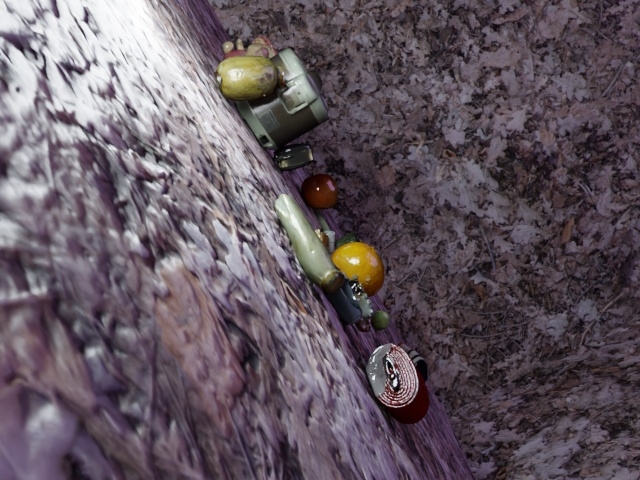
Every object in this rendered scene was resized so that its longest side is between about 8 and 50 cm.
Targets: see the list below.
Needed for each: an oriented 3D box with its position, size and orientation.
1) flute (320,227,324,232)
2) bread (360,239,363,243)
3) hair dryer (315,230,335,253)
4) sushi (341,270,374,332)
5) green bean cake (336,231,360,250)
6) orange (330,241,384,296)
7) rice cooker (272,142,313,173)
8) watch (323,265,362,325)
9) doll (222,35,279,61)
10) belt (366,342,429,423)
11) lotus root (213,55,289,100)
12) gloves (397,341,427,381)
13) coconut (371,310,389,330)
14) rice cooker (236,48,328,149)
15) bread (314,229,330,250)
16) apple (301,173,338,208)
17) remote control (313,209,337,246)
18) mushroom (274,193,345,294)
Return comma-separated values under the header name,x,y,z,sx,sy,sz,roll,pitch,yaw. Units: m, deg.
name,x,y,z,sx,sy,sz,roll,pitch,yaw
flute,0.015,-0.014,2.247,0.014,0.014,0.269,59,6,-18
bread,0.195,0.089,2.636,0.152,0.147,0.127,57,8,-7
hair dryer,0.011,-0.005,1.965,0.137,0.047,0.081,34,-54,58
sushi,0.109,0.187,1.624,0.097,0.103,0.226,23,33,-54
green bean cake,0.167,0.103,2.402,0.255,0.132,0.241,-82,147,-73
orange,0.135,0.108,1.836,0.219,0.193,0.219,42,19,-18
rice cooker,-0.110,-0.342,2.050,0.112,0.166,0.106,-125,-167,-69
watch,0.057,0.153,1.488,0.192,0.068,0.206,61,7,5
doll,-0.285,-0.764,2.132,0.152,0.256,0.196,25,-55,56
belt,0.202,0.373,1.332,0.124,0.128,0.200,57,7,-39
lotus root,-0.220,-0.548,1.678,0.154,0.278,0.153,30,-54,55
gloves,0.368,0.534,2.154,0.140,0.131,0.219,57,-24,-17
coconut,0.268,0.361,2.247,0.088,0.096,0.088,21,-2,1
rice cooker,-0.144,-0.550,1.942,0.335,0.326,0.335,60,5,-9
bread,0.000,0.000,1.849,0.106,0.053,0.072,36,48,-71
apple,-0.004,-0.232,2.408,0.181,0.181,0.168,-15,98,-84
remote control,0.018,-0.096,2.566,0.285,0.038,0.123,62,5,19
mushroom,-0.035,0.013,1.334,0.312,0.081,0.100,58,1,26
